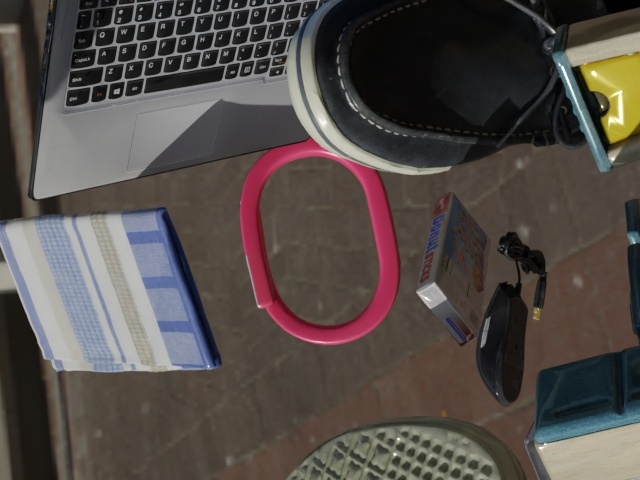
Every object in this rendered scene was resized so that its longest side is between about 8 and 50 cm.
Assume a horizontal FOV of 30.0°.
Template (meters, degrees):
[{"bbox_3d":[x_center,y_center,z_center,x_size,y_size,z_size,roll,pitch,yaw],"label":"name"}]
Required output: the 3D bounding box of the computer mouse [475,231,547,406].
[{"bbox_3d":[0.291,0.125,1.843,0.060,0.184,0.262,1,82,29],"label":"computer mouse"}]

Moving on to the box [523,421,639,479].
[{"bbox_3d":[0.377,0.256,1.130,0.307,0.076,0.242,-16,104,34],"label":"box"}]

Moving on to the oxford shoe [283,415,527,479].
[{"bbox_3d":[0.028,0.275,1.026,0.449,0.130,0.169,-43,48,41],"label":"oxford shoe"}]

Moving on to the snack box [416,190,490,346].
[{"bbox_3d":[0.120,0.020,1.056,0.022,0.064,0.178,-33,16,25],"label":"snack box"}]

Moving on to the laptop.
[{"bbox_3d":[-0.051,-0.175,1.195,0.236,0.382,0.408,46,135,33],"label":"laptop"}]

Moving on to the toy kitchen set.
[{"bbox_3d":[0.156,-0.005,0.641,0.166,0.122,0.207,61,-156,-24],"label":"toy kitchen set"}]

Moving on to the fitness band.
[{"bbox_3d":[0.000,0.000,1.654,0.054,0.209,0.291,54,-156,-85],"label":"fitness band"}]

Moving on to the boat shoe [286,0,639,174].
[{"bbox_3d":[0.194,-0.165,1.102,0.156,0.500,0.187,-17,80,55],"label":"boat shoe"}]

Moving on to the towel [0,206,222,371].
[{"bbox_3d":[-0.251,0.061,1.395,0.285,0.034,0.209,-4,113,37],"label":"towel"}]
